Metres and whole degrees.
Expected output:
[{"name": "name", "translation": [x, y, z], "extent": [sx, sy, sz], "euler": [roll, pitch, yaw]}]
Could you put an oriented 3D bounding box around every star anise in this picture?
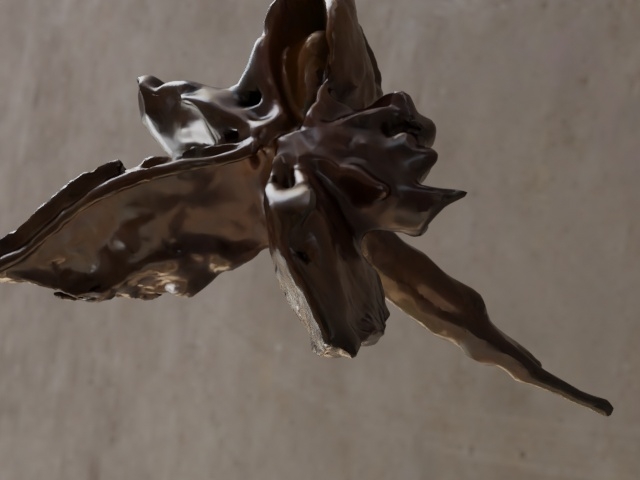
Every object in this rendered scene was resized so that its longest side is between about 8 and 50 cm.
[{"name": "star anise", "translation": [0.004, 0.006, 0.568], "extent": [0.140, 0.144, 0.158], "euler": [21, 60, 37]}]
